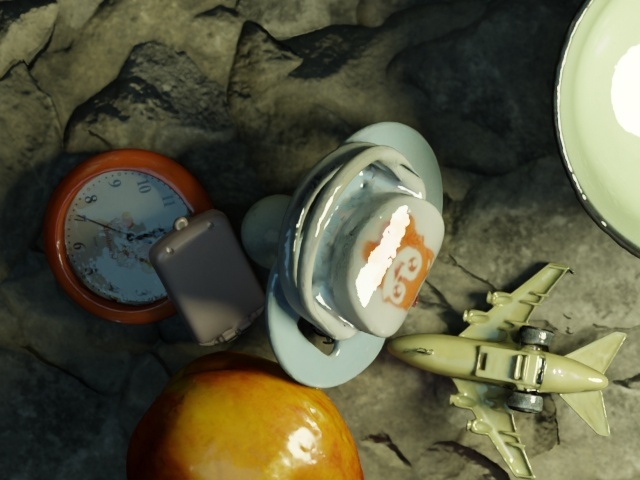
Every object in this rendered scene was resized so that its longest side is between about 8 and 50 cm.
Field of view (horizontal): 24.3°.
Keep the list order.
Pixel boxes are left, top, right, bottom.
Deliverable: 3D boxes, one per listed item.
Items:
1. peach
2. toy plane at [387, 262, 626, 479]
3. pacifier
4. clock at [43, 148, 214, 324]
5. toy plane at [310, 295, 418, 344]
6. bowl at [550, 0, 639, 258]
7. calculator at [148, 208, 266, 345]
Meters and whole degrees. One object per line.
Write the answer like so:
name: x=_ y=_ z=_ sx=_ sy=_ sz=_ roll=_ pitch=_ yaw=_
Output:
peach: x=-0.075 y=0.252 z=1.630 sx=0.281 sy=0.238 sz=0.281 roll=12 pitch=127 yaw=17
toy plane: x=0.201 y=0.138 z=1.647 sx=0.256 sy=0.104 sz=0.242 roll=10 pitch=88 yaw=0
pacifier: x=0.000 y=0.000 z=1.597 sx=0.233 sy=0.244 sz=0.299 roll=13 pitch=69 yaw=44
clock: x=-0.216 y=-0.004 z=1.700 sx=0.205 sy=0.051 sz=0.205 roll=1 pitch=102 yaw=6
toy plane: x=0.042 y=0.080 z=1.687 sx=0.145 sy=0.037 sz=0.060 roll=-14 pitch=89 yaw=15
bowl: x=0.409 y=-0.148 z=1.506 sx=0.354 sy=0.185 sz=0.354 roll=2 pitch=102 yaw=9
calculator: x=-0.125 y=0.043 z=1.664 sx=0.100 sy=0.032 sz=0.175 roll=-33 pitch=124 yaw=-13
